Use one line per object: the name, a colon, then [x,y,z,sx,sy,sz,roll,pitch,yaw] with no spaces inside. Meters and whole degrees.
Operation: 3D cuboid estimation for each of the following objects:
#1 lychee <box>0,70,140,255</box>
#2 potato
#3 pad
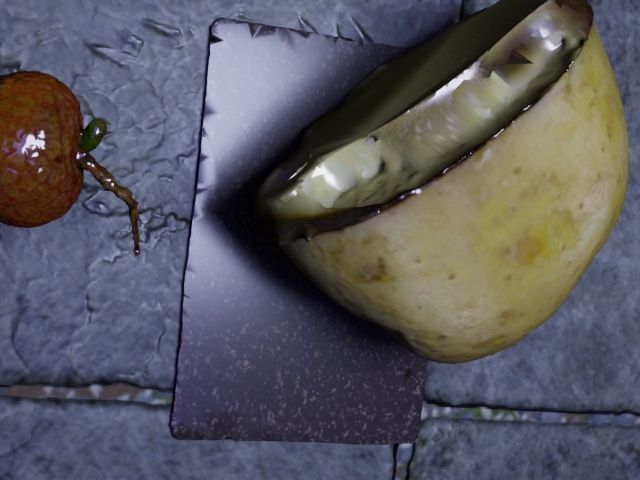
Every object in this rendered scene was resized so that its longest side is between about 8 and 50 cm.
lychee: [-0.195,-0.056,0.763,0.140,0.101,0.114,15,77,-26]
potato: [0.111,-0.030,0.829,0.285,0.242,0.242,-45,108,-19]
pad: [0.000,0.000,0.896,0.220,0.004,0.330,6,92,-22]
